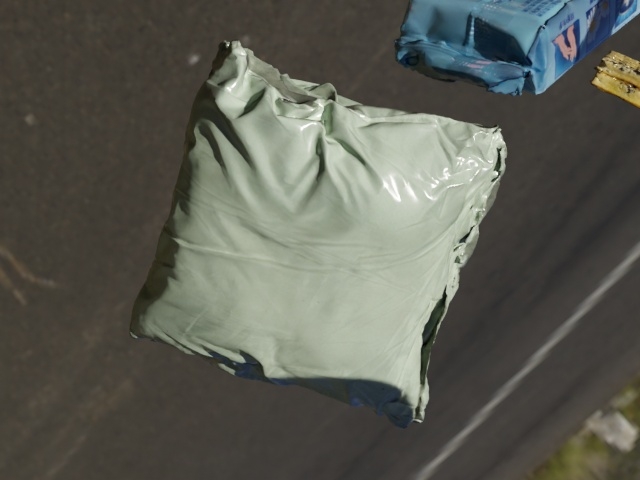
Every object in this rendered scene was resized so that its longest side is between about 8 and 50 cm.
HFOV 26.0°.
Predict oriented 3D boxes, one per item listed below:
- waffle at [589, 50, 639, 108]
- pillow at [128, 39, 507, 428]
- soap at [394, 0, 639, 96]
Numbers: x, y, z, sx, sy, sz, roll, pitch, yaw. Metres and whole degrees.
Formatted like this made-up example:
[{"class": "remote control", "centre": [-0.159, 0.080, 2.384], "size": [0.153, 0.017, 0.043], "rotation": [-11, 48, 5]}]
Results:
[{"class": "waffle", "centre": [0.402, -0.203, 1.778], "size": [0.042, 0.102, 0.148], "rotation": [-66, 170, 17]}, {"class": "pillow", "centre": [0.000, 0.000, 1.203], "size": [0.138, 0.283, 0.310], "rotation": [-63, 173, -64]}, {"class": "soap", "centre": [0.202, -0.228, 1.283], "size": [0.293, 0.156, 0.077], "rotation": [-37, 134, -34]}]
